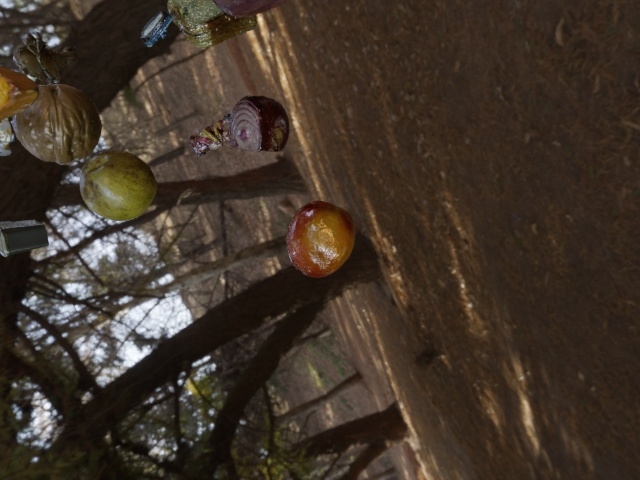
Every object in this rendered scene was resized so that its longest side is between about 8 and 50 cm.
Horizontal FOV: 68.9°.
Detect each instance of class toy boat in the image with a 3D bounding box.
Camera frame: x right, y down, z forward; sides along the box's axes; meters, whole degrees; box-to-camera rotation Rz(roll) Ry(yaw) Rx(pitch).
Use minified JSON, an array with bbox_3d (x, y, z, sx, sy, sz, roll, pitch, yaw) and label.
[{"bbox_3d":[-0.540,-0.699,1.547,0.060,0.137,0.061,54,-162,18],"label":"toy boat"}]

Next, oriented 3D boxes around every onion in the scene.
[{"bbox_3d":[-0.212,-0.433,1.743,0.216,0.206,0.206,23,113,35],"label":"onion"}]

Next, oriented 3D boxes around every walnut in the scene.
[{"bbox_3d":[-1.029,-0.450,1.834,0.333,0.333,0.332,155,90,-85],"label":"walnut"}]

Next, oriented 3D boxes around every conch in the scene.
[{"bbox_3d":[-1.119,-0.369,1.561,0.275,0.149,0.182,-19,71,49],"label":"conch"}]

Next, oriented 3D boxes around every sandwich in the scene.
[{"bbox_3d":[-0.388,-0.797,1.630,0.273,0.249,0.095,53,166,31],"label":"sandwich"}]

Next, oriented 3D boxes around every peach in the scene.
[{"bbox_3d":[0.000,0.000,1.618,0.238,0.281,0.280,14,-146,-39],"label":"peach"}]

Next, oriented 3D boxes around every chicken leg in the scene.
[{"bbox_3d":[-0.746,-0.494,1.285,0.196,0.081,0.125,-28,-48,-76],"label":"chicken leg"}]

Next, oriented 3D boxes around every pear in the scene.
[{"bbox_3d":[-0.560,-0.152,1.272,0.197,0.197,0.197,155,90,-85],"label":"pear"}]

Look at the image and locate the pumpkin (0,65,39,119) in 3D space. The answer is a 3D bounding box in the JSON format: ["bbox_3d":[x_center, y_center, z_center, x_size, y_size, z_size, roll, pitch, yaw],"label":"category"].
[{"bbox_3d":[-0.739,-0.301,0.920,0.290,0.258,0.095,42,-173,-9],"label":"pumpkin"}]

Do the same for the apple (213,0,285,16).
[{"bbox_3d":[-0.184,-0.764,1.282,0.234,0.306,0.305,65,175,-20],"label":"apple"}]

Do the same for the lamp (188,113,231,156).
[{"bbox_3d":[-0.466,-0.473,2.093,0.118,0.253,0.118,60,-168,-21],"label":"lamp"}]

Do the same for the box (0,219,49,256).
[{"bbox_3d":[-1.339,-0.019,2.074,0.274,0.178,0.138,15,112,47],"label":"box"}]
